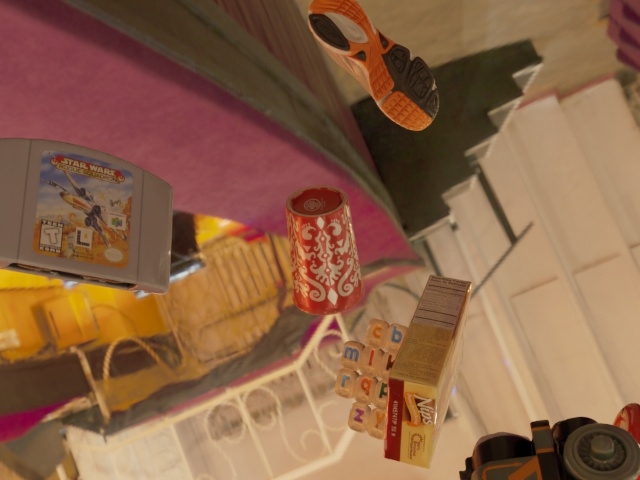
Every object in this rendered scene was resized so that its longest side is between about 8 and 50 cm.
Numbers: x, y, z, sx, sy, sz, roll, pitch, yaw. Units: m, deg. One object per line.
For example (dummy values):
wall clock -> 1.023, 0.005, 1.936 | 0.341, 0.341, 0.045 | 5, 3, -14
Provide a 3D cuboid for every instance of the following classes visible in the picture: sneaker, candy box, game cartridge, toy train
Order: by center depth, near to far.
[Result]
toy train -> 0.237, 0.317, 0.773 | 0.190, 0.142, 0.334 | -9, -141, 11
game cartridge -> -0.351, -0.039, 1.158 | 0.297, 0.198, 0.062 | 13, 160, -37
sneaker -> 0.084, -0.283, 1.259 | 0.099, 0.262, 0.121 | -43, -168, 3
candy box -> 0.193, 0.221, 1.409 | 0.088, 0.183, 0.316 | 10, -148, 15

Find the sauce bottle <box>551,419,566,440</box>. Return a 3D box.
sauce bottle -> 0.346, 0.407, 1.175 | 0.111, 0.111, 0.344 | -29, -165, 35

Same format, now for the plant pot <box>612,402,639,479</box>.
plant pot -> 0.707, 0.440, 1.676 | 0.174, 0.191, 0.191 | 16, 177, 9

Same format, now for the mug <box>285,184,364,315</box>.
mug -> -0.007, 0.005, 1.206 | 0.113, 0.169, 0.150 | -24, -143, -23

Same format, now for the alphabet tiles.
alphabet tiles -> 0.164, 0.337, 1.901 | 0.284, 0.278, 0.021 | 11, 180, 36
